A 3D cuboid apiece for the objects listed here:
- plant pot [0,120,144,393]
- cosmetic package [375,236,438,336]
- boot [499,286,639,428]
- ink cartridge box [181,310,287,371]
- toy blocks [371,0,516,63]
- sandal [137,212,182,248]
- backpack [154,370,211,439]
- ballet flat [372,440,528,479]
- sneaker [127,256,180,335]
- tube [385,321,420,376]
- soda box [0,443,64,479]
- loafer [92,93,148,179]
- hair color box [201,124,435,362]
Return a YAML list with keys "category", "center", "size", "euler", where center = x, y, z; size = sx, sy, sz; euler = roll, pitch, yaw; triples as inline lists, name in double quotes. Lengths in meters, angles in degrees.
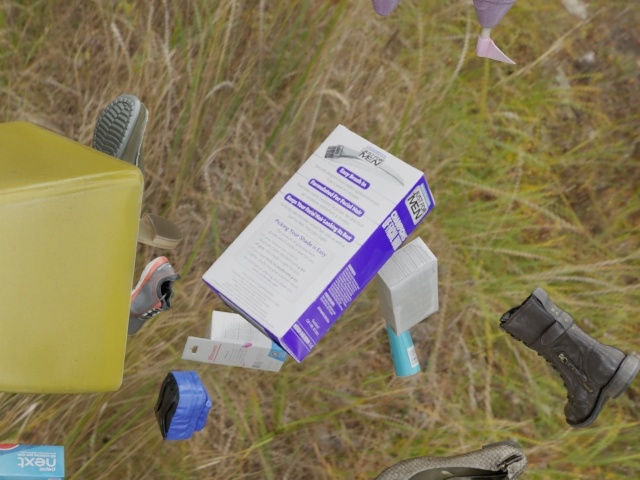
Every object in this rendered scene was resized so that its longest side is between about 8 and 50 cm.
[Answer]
- category: "plant pot"
  center: [-0.304, 0.017, 0.841]
  size: [0.187, 0.212, 0.212]
  euler: [-6, 112, -46]
- category: "cosmetic package"
  center: [0.156, 0.087, 1.705]
  size: [0.099, 0.239, 0.060]
  euler: [-31, 65, -8]
- category: "boot"
  center: [0.407, 0.195, 1.630]
  size: [0.229, 0.263, 0.091]
  euler: [34, 57, 11]
- category: "ink cartridge box"
  center: [-0.151, 0.179, 1.702]
  size: [0.181, 0.104, 0.062]
  euler: [9, 59, -12]
- category: "toy blocks"
  center: [0.042, -0.278, 0.730]
  size: [0.288, 0.260, 0.309]
  euler: [24, 50, 13]
- category: "sandal"
  center: [-0.344, -0.014, 1.558]
  size: [0.240, 0.079, 0.088]
  euler: [20, 30, -40]
- category: "backpack"
  center: [-0.264, 0.311, 1.845]
  size: [0.101, 0.120, 0.098]
  euler: [-1, 33, -32]
- category: "ballet flat"
  center: [0.190, 0.362, 1.422]
  size: [0.249, 0.058, 0.084]
  euler: [-15, 116, 5]
- category: "sneaker"
  center: [-0.283, 0.105, 1.579]
  size: [0.065, 0.158, 0.061]
  euler: [38, 25, 18]
- category: "tube"
  center: [0.157, 0.175, 1.956]
  size: [0.052, 0.080, 0.207]
  euler: [-13, 96, 6]
- category: "soda box"
  center: [-0.545, 0.391, 1.609]
  size: [0.210, 0.067, 0.071]
  euler: [7, 35, -21]
- category: "loafer"
  center: [-0.368, -0.151, 1.749]
  size: [0.087, 0.251, 0.094]
  euler: [-2, 34, -48]
- category: "hair color box"
  center: [0.000, 0.000, 1.492]
  size: [0.185, 0.110, 0.339]
  euler: [35, 79, 32]
